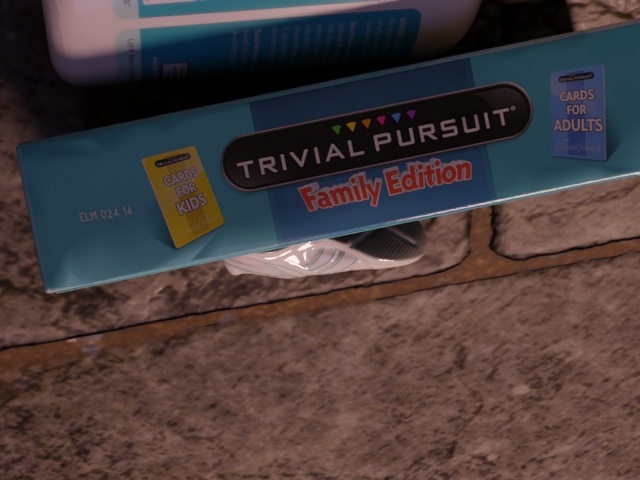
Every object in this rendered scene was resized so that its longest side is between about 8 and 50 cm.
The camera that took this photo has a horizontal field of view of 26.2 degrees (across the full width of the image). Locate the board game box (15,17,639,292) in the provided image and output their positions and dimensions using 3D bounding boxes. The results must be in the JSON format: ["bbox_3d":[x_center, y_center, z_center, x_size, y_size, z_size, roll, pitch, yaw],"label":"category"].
[{"bbox_3d":[0.020,-0.051,0.783,0.336,0.079,0.254,-11,-177,-2],"label":"board game box"}]

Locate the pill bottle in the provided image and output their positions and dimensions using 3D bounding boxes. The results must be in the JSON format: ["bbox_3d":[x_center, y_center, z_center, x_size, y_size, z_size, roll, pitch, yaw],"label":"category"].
[{"bbox_3d":[-0.012,-0.160,0.709,0.264,0.146,0.146,-5,139,-9],"label":"pill bottle"}]

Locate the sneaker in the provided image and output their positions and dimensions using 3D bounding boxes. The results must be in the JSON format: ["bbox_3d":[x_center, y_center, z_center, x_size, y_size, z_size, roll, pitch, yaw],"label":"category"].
[{"bbox_3d":[0.000,0.000,0.979,0.152,0.053,0.061,2,153,-13],"label":"sneaker"}]
